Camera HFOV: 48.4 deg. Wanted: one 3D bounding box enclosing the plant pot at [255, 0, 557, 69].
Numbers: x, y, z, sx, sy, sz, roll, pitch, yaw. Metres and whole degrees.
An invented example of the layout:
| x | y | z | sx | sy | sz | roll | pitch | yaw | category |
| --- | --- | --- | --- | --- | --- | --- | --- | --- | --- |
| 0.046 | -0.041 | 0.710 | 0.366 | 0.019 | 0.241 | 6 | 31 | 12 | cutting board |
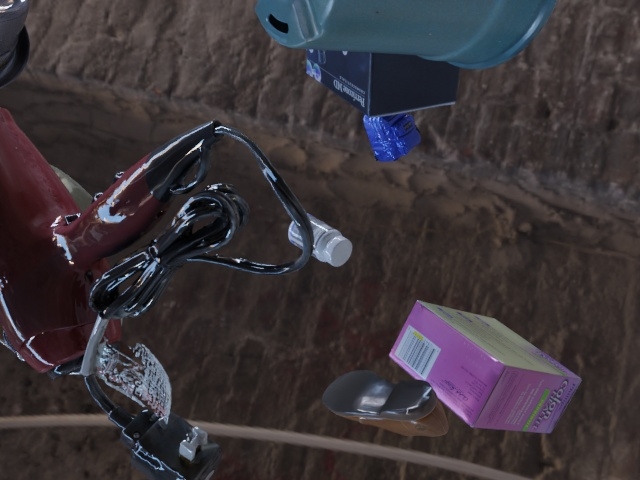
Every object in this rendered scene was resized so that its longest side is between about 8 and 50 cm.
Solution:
| x | y | z | sx | sy | sz | roll | pitch | yaw | category |
| --- | --- | --- | --- | --- | --- | --- | --- | --- | --- |
| 0.096 | -0.397 | 0.971 | 0.334 | 0.341 | 0.341 | -13 | -53 | -30 | plant pot |

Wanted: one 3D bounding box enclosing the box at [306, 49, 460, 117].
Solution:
| x | y | z | sx | sy | sz | roll | pitch | yaw | category |
| --- | --- | --- | --- | --- | --- | --- | --- | --- | --- |
| 0.123 | -0.486 | 1.396 | 0.293 | 0.212 | 0.395 | -133 | 36 | -50 | box |

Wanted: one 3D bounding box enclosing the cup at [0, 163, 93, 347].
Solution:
| x | y | z | sx | sy | sz | roll | pitch | yaw | category |
| --- | --- | --- | --- | --- | --- | --- | --- | --- | --- |
| -0.480 | 0.011 | 1.140 | 0.237 | 0.331 | 0.331 | -52 | -19 | -26 | cup |

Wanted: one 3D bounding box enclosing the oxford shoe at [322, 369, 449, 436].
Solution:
| x | y | z | sx | sy | sz | roll | pitch | yaw | category |
| --- | --- | --- | --- | --- | --- | --- | --- | --- | --- |
| 0.080 | 0.224 | 0.940 | 0.076 | 0.212 | 0.076 | -49 | -64 | -26 | oxford shoe |

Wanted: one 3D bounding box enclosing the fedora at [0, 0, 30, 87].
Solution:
| x | y | z | sx | sy | sz | roll | pitch | yaw | category |
| --- | --- | --- | --- | --- | --- | --- | --- | --- | --- |
| -0.567 | -0.364 | 1.121 | 0.124 | 0.244 | 0.275 | -31 | 10 | 36 | fedora |

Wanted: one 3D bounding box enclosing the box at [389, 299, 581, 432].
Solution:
| x | y | z | sx | sy | sz | roll | pitch | yaw | category |
| --- | --- | --- | --- | --- | --- | --- | --- | --- | --- |
| 0.284 | 0.220 | 1.236 | 0.243 | 0.213 | 0.117 | 15 | -76 | -41 | box |

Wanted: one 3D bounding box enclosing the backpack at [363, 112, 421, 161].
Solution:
| x | y | z | sx | sy | sz | roll | pitch | yaw | category |
| --- | --- | --- | --- | --- | --- | --- | --- | --- | --- |
| 0.161 | -0.250 | 1.576 | 0.098 | 0.101 | 0.120 | -45 | -61 | -34 | backpack |

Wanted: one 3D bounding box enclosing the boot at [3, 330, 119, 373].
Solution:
| x | y | z | sx | sy | sz | roll | pitch | yaw | category |
| --- | --- | --- | --- | --- | --- | --- | --- | --- | --- |
| -0.352 | 0.127 | 0.897 | 0.086 | 0.190 | 0.069 | 18 | -101 | -63 | boot |

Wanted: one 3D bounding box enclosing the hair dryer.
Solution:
| x | y | z | sx | sy | sz | roll | pitch | yaw | category |
| --- | --- | --- | --- | --- | --- | --- | --- | --- | --- |
| -0.135 | -0.002 | 0.455 | 0.080 | 0.293 | 0.224 | -13 | -51 | -59 | hair dryer |

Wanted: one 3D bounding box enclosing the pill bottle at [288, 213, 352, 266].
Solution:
| x | y | z | sx | sy | sz | roll | pitch | yaw | category |
| --- | --- | --- | --- | --- | --- | --- | --- | --- | --- |
| 0.000 | 0.000 | 1.572 | 0.078 | 0.137 | 0.078 | -27 | -47 | -34 | pill bottle |
